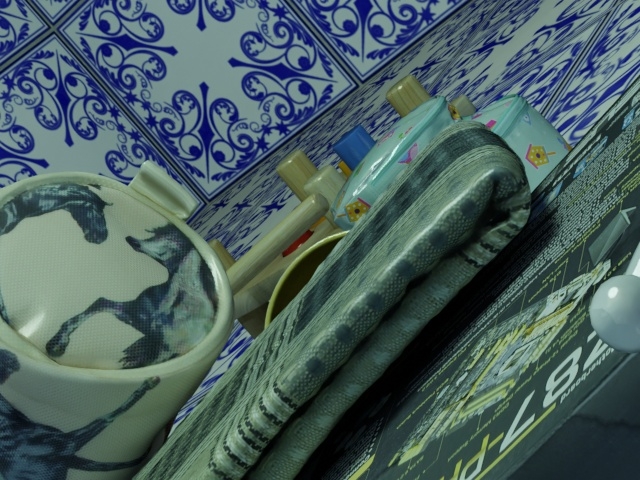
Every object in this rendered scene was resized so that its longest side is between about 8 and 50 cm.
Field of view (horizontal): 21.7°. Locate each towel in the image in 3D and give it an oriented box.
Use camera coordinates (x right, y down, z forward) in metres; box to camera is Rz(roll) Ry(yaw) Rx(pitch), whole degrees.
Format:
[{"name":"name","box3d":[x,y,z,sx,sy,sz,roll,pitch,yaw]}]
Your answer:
[{"name":"towel","box3d":[-0.016,0.080,0.786,0.324,0.056,0.312,-48,3,7]}]

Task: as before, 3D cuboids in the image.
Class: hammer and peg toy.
[{"name":"hammer and peg toy","box3d":[0.000,0.000,1.619,0.266,0.127,0.361,-31,13,42]}]

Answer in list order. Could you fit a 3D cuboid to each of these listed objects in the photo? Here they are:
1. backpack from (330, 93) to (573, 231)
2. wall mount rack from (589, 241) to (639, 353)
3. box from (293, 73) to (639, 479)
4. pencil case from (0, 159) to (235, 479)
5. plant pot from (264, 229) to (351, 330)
[{"name":"backpack","box3d":[0.102,-0.032,1.267,0.188,0.144,0.166,-38,3,2]},{"name":"wall mount rack","box3d":[0.156,-0.008,0.240,0.130,0.350,0.304,-63,-14,-9]},{"name":"box","box3d":[0.042,0.119,0.672,0.395,0.097,0.318,-49,2,26]},{"name":"pencil case","box3d":[-0.177,0.145,1.049,0.183,0.160,0.410,-66,-1,-51]},{"name":"plant pot","box3d":[0.040,0.067,1.133,0.134,0.134,0.095,-41,-19,4]}]
